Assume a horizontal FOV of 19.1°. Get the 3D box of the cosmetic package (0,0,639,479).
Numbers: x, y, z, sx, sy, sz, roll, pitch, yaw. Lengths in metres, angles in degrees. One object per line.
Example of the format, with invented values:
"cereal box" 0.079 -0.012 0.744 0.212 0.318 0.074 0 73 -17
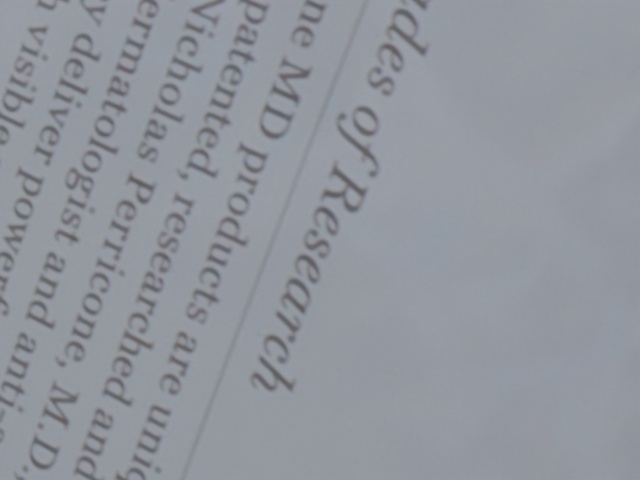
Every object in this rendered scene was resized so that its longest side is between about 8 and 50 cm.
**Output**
"cosmetic package" 0.000 0.000 0.695 0.393 0.327 0.329 24 10 22
